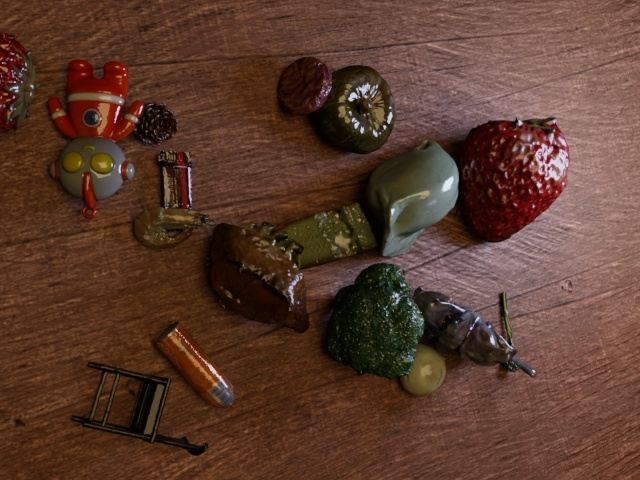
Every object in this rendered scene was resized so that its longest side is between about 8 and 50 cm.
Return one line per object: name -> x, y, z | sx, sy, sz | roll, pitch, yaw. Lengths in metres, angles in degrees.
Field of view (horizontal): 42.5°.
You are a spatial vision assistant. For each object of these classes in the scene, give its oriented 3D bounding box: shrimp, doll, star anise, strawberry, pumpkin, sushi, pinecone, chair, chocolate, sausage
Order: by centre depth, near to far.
strawberry -> -0.685, -0.307, 1.590 | 0.244, 0.205, 0.205 | 8, 80, -7
chair -> -0.358, 0.347, 1.699 | 0.260, 0.154, 0.142 | 19, 77, -23
doll -> -0.476, -0.211, 1.718 | 0.199, 0.105, 0.337 | 3, 82, -5
pinecone -> -0.359, -0.251, 1.786 | 0.102, 0.109, 0.102 | -8, 111, -21
shrimp -> -0.316, -0.027, 1.798 | 0.180, 0.041, 0.099 | -5, 107, -12
sausage -> -0.264, 0.285, 1.800 | 0.071, 0.071, 0.234 | -45, 104, -24
chocolate -> -0.322, -0.111, 1.836 | 0.086, 0.028, 0.183 | -6, 90, -31
sushi -> -0.130, 0.080, 1.846 | 0.296, 0.167, 0.179 | 34, 27, 4
pumpkin -> 0.086, -0.325, 2.001 | 0.218, 0.162, 0.219 | 1, 88, -26
star anise -> 0.369, 0.247, 2.059 | 0.359, 0.316, 0.139 | 35, 100, 19
strawberry -> 0.508, -0.167, 2.144 | 0.291, 0.291, 0.310 | -3, 79, -28

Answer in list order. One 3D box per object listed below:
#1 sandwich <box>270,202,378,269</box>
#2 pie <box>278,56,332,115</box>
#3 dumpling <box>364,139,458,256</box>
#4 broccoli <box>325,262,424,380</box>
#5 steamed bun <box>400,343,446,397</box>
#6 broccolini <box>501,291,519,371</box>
sandwich -> 0.000, 0.000, 1.941 | 0.235, 0.128, 0.122 | -18, 85, -29
pie -> -0.040, -0.366, 1.956 | 0.036, 0.154, 0.155 | 30, 69, -53
dumpling -> 0.219, -0.117, 2.032 | 0.320, 0.270, 0.212 | -26, 75, -22
broccoli -> 0.148, 0.191, 1.960 | 0.269, 0.254, 0.269 | -33, 136, -40
steamed bun -> 0.257, 0.323, 2.059 | 0.112, 0.091, 0.130 | 37, 70, -18
broccolini -> 0.514, 0.247, 2.233 | 0.044, 0.042, 0.218 | 4, 81, -28
